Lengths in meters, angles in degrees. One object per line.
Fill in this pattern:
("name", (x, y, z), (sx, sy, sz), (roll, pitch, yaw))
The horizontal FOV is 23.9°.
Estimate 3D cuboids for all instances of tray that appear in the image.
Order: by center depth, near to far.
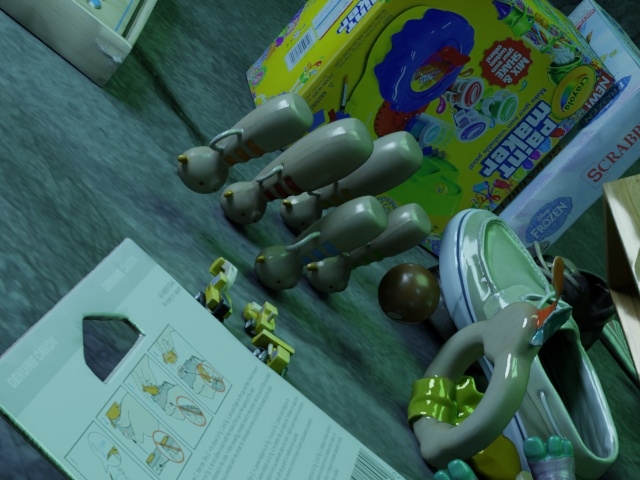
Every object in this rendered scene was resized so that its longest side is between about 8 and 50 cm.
("tray", (0.364, 0.155, 1.454), (0.203, 0.076, 0.411), (72, 5, -56))

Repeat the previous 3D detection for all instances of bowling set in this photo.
("bowling set", (0.000, 0.000, 1.324), (0.287, 0.154, 0.200), (15, 51, -59))

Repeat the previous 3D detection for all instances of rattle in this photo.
("rattle", (0.178, 0.121, 1.261), (0.143, 0.199, 0.130), (40, 17, -10))

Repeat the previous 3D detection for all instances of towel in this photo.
("towel", (0.450, 0.166, 2.041), (0.197, 0.029, 0.144), (23, 25, -47))

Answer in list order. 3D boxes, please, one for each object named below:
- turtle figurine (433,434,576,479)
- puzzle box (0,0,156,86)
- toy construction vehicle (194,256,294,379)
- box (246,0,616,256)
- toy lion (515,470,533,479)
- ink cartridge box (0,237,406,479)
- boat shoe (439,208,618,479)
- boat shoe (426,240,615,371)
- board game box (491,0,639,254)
("turtle figurine", (0.152, 0.235, 1.091), (0.175, 0.118, 0.234), (-2, 24, -3))
("puzzle box", (-0.283, -0.311, 1.539), (0.272, 0.052, 0.409), (39, 17, -14))
("toy construction vehicle", (-0.055, 0.059, 1.178), (0.086, 0.035, 0.098), (38, 18, -15))
("box", (0.120, -0.187, 1.720), (0.279, 0.290, 0.177), (33, 20, -26))
("toy lion", (0.178, 0.243, 1.264), (0.100, 0.034, 0.096), (43, 24, 0))
("ink cartridge box", (-0.073, 0.141, 0.893), (0.261, 0.066, 0.296), (41, 17, -3))
("boat shoe", (0.201, 0.093, 1.405), (0.109, 0.094, 0.302), (0, 60, -36))
("boat shoe", (0.212, 0.056, 1.609), (0.132, 0.130, 0.355), (50, 19, 24))
("board game box", (0.269, -0.117, 1.835), (0.066, 0.318, 0.318), (37, 19, -19))
